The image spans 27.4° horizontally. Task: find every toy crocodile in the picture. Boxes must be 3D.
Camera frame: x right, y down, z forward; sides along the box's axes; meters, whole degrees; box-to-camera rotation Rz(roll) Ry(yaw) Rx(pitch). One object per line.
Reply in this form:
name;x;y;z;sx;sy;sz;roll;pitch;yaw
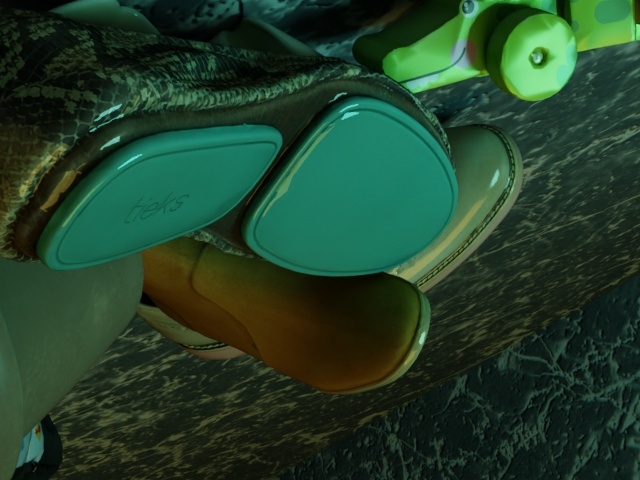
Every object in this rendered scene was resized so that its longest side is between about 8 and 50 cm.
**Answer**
toy crocodile;0.189;-0.178;0.969;0.340;0.105;0.115;-15;-157;-11

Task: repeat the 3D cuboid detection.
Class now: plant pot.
plant pot;-0.246;0.044;0.896;0.263;0.263;0.229;-37;175;41

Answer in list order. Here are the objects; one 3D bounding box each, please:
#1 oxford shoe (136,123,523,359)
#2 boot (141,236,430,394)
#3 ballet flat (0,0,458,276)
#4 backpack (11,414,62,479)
oxford shoe;0.000;0.000;1.228;0.397;0.140;0.146;-29;155;15
boot;-0.072;0.034;1.038;0.211;0.104;0.295;28;166;-32
ballet flat;-0.066;-0.077;0.829;0.164;0.182;0.483;-49;158;20
backpack;-0.400;0.182;1.132;0.290;0.273;0.355;-20;-175;-2
